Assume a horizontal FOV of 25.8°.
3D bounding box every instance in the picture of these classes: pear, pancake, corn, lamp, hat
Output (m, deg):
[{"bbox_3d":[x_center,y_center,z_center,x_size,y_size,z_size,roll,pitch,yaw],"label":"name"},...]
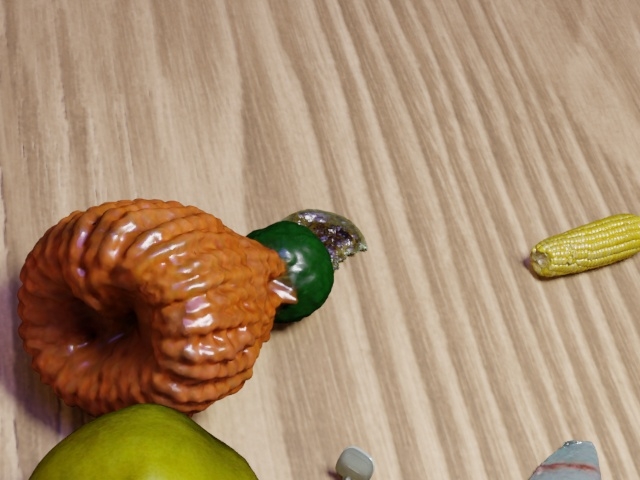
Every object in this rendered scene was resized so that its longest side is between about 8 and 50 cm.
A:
[{"bbox_3d":[-0.177,0.303,1.419,0.269,0.269,0.321,15,26,-2],"label":"pear"},{"bbox_3d":[-0.004,-0.003,1.934,0.116,0.022,0.129,37,43,20],"label":"pancake"},{"bbox_3d":[0.390,0.007,2.008,0.206,0.067,0.067,-15,52,-29],"label":"corn"},{"bbox_3d":[-0.011,0.315,1.595,0.050,0.056,0.198,36,50,15],"label":"lamp"},{"bbox_3d":[-0.154,0.038,1.689,0.285,0.285,0.400,32,35,16],"label":"hat"}]

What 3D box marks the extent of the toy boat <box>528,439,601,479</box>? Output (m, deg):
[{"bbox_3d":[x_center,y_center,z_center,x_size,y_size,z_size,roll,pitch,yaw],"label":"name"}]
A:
[{"bbox_3d":[0.300,0.333,1.656,0.206,0.096,0.282,-3,36,1],"label":"toy boat"}]
